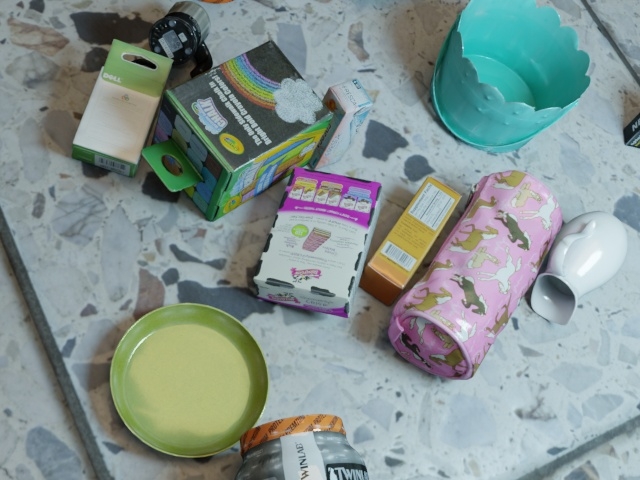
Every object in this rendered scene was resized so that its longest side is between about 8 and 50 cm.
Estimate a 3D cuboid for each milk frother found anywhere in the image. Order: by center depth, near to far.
[{"bbox_3d":[-0.271,-0.342,1.623,0.143,0.129,0.135,-7,24,9],"label":"milk frother"}]

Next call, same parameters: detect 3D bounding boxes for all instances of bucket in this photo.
[{"bbox_3d":[0.352,-0.314,1.758,0.281,0.183,0.281,8,61,-14],"label":"bucket"}]

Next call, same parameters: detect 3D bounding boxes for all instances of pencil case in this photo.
[{"bbox_3d":[0.266,0.054,1.554,0.167,0.160,0.386,12,51,34],"label":"pencil case"}]

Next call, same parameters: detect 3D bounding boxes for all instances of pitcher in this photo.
[{"bbox_3d":[0.462,0.023,1.625,0.125,0.178,0.207,29,56,28],"label":"pitcher"}]

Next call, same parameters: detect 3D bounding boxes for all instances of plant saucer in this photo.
[{"bbox_3d":[-0.198,0.212,1.386,0.240,0.037,0.241,8,61,-15],"label":"plant saucer"}]

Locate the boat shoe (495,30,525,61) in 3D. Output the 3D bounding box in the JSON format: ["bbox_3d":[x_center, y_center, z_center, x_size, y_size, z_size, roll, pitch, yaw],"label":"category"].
[{"bbox_3d":[0.395,-0.413,1.887,0.227,0.081,0.069,33,55,-8],"label":"boat shoe"}]

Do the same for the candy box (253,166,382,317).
[{"bbox_3d":[0.000,0.000,1.517,0.159,0.071,0.233,12,58,11],"label":"candy box"}]

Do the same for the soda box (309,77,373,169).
[{"bbox_3d":[0.025,-0.198,1.588,0.063,0.183,0.058,-23,73,-28],"label":"soda box"}]

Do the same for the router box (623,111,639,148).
[{"bbox_3d":[0.717,-0.244,1.844,0.133,0.179,0.046,11,58,-12],"label":"router box"}]

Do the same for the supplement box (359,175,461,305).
[{"bbox_3d":[0.156,-0.002,1.592,0.080,0.078,0.233,36,58,5],"label":"supplement box"}]

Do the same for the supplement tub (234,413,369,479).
[{"bbox_3d":[-0.013,0.411,1.253,0.193,0.193,0.316,-3,65,-20],"label":"supplement tub"}]

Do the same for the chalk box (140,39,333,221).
[{"bbox_3d":[-0.158,-0.167,1.517,0.289,0.179,0.180,-33,78,-28],"label":"chalk box"}]

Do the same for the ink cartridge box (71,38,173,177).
[{"bbox_3d":[-0.330,-0.221,1.537,0.109,0.062,0.209,18,68,-9],"label":"ink cartridge box"}]

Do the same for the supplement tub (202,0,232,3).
[{"bbox_3d":[-0.169,-0.598,1.641,0.207,0.338,0.207,8,61,-15],"label":"supplement tub"}]
